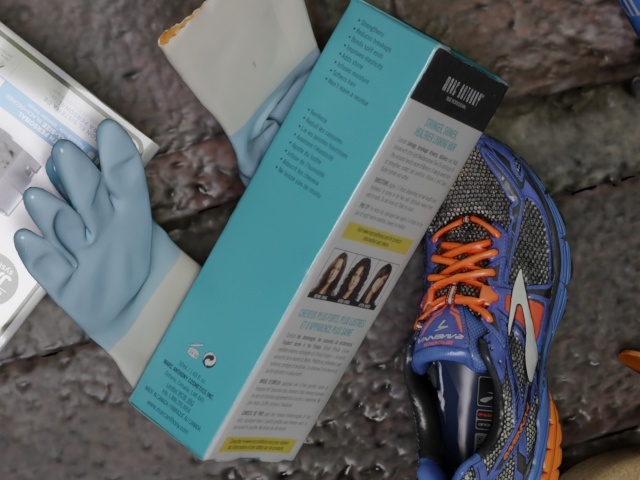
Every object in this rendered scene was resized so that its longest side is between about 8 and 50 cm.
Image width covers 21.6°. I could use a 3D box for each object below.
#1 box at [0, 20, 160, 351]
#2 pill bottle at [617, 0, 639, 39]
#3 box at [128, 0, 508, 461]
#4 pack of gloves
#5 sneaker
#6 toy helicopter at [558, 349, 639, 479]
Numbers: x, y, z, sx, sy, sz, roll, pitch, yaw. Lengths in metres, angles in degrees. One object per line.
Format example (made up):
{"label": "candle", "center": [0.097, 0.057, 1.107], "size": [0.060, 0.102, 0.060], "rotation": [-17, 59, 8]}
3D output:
{"label": "box", "center": [-0.237, 0.014, 0.872], "size": [0.169, 0.087, 0.290], "rotation": [39, 87, -12]}
{"label": "pill bottle", "center": [0.201, -0.192, 0.926], "size": [0.124, 0.124, 0.221], "rotation": [-33, 99, -7]}
{"label": "box", "center": [0.000, 0.000, 0.889], "size": [0.060, 0.100, 0.244], "rotation": [33, 98, 27]}
{"label": "pack of gloves", "center": [-0.068, -0.033, 0.861], "size": [0.046, 0.232, 0.195], "rotation": [33, 75, 27]}
{"label": "sneaker", "center": [0.087, 0.047, 0.916], "size": [0.083, 0.087, 0.221], "rotation": [-10, 79, 32]}
{"label": "toy helicopter", "center": [0.277, 0.195, 0.994], "size": [0.355, 0.140, 0.234], "rotation": [9, 84, -23]}
